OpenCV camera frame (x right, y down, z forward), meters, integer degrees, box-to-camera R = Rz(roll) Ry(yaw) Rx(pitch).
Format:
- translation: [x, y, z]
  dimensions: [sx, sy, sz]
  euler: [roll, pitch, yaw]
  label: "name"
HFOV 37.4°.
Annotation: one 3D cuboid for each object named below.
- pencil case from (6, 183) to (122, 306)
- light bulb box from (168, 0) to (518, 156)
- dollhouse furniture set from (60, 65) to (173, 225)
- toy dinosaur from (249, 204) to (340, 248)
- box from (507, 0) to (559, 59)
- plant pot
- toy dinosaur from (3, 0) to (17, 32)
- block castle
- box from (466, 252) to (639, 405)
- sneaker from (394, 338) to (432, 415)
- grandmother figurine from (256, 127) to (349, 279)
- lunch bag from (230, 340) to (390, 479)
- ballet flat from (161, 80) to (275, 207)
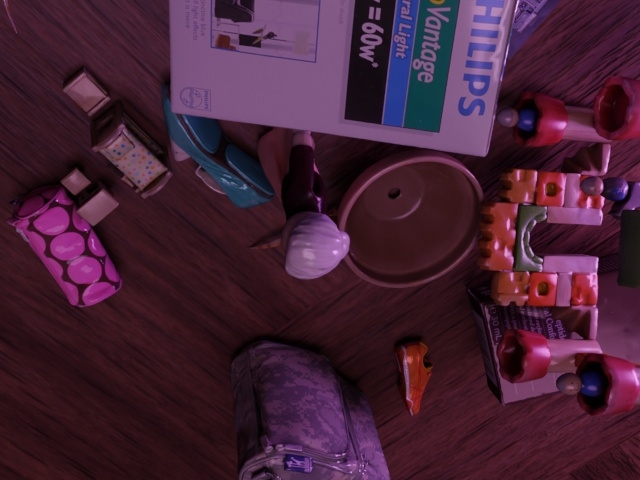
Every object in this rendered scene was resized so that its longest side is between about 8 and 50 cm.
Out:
- translation: [-0.397, 0.014, 1.479]
  dimensions: [0.095, 0.098, 0.209]
  euler: [7, 136, 41]
  label: "pencil case"
- translation: [0.044, -0.299, 1.112]
  dimensions: [0.361, 0.358, 0.225]
  euler: [9, 126, 7]
  label: "light bulb box"
- translation: [-0.337, -0.122, 1.373]
  dimensions: [0.161, 0.101, 0.182]
  euler: [-39, 122, 9]
  label: "dollhouse furniture set"
- translation: [0.000, 0.000, 1.548]
  dimensions: [0.211, 0.064, 0.112]
  euler: [9, 125, -14]
  label: "toy dinosaur"
- translation: [0.231, -0.385, 1.309]
  dimensions: [0.232, 0.059, 0.183]
  euler: [26, 119, -24]
  label: "box"
- translation: [0.132, -0.051, 1.495]
  dimensions: [0.237, 0.110, 0.237]
  euler: [-7, 124, -10]
  label: "plant pot"
- translation: [-0.403, -0.368, 1.207]
  dimensions: [0.053, 0.093, 0.183]
  euler: [7, 124, -13]
  label: "toy dinosaur"
- translation: [0.381, 0.003, 1.375]
  dimensions: [0.212, 0.303, 0.453]
  euler: [2, 93, -20]
  label: "block castle"
- translation: [0.465, 0.141, 1.633]
  dimensions: [0.381, 0.143, 0.191]
  euler: [-14, 98, 0]
  label: "box"
- translation: [0.179, 0.260, 1.761]
  dimensions: [0.067, 0.064, 0.175]
  euler: [-13, 129, -11]
  label: "sneaker"
- translation: [-0.028, -0.063, 1.325]
  dimensions: [0.104, 0.342, 0.208]
  euler: [-15, 125, 2]
  label: "grandmother figurine"
- translation: [-0.043, 0.341, 1.635]
  dimensions: [0.212, 0.305, 0.256]
  euler: [-39, 123, 18]
  label: "lunch bag"
- translation: [-0.171, -0.130, 1.422]
  dimensions: [0.087, 0.083, 0.247]
  euler: [-28, 124, 28]
  label: "ballet flat"
